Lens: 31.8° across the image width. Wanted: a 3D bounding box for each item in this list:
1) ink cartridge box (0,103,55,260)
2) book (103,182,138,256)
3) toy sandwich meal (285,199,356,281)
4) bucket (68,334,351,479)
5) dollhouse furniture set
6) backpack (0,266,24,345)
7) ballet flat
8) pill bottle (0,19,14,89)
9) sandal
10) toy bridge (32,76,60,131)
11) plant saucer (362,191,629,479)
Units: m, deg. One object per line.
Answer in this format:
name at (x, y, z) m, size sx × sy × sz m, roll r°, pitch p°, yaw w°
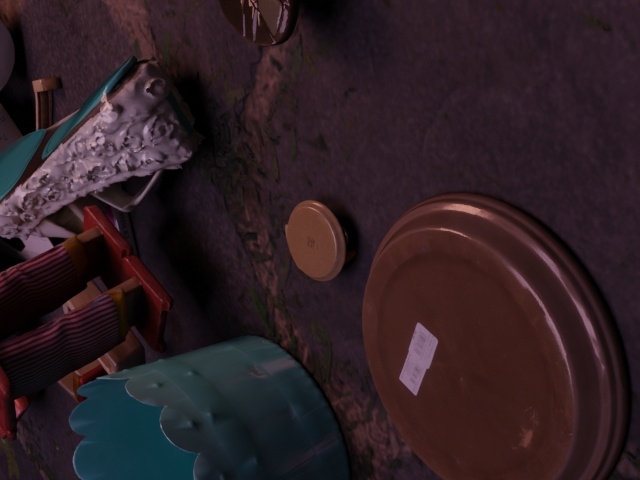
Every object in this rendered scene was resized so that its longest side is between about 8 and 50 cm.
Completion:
ink cartridge box at (-0.455, -0.080, 1.561) m, size 0.275 × 0.060 × 0.239 m, roll 9°, pitch 137°, yaw 49°
book at (-0.271, -0.045, 1.365) m, size 0.096 × 0.035 × 0.144 m, roll 2°, pitch 107°, yaw 48°
toy sandwich meal at (0.000, 0.000, 1.048) m, size 0.085 × 0.029 × 0.086 m, roll 18°, pitch 115°, yaw 43°
bucket at (-0.113, 0.240, 1.165) m, size 0.281 × 0.183 × 0.281 m, roll 25°, pitch 124°, yaw 44°
dollhouse furniture set at (-0.298, 0.145, 1.281) m, size 0.152 × 0.201 × 0.374 m, roll 49°, pitch 153°, yaw 19°
backpack at (-0.562, 0.136, 1.609) m, size 0.273 × 0.290 × 0.356 m, roll 35°, pitch 146°, yaw 20°
ballet flat at (-0.275, -0.067, 1.257) m, size 0.409 × 0.147 × 0.147 m, roll -23°, pitch 87°, yaw 46°
pill bottle at (-0.521, -0.257, 1.486) m, size 0.264 × 0.153 × 0.153 m, roll 17°, pitch 118°, yaw 46°
sandal at (-0.064, -0.246, 1.002) m, size 0.219 × 0.060 × 0.090 m, roll 49°, pitch 134°, yaw 48°
toy bridge at (-0.333, -0.110, 1.417) m, size 0.063 × 0.026 × 0.188 m, roll 4°, pitch 109°, yaw 53°
plant saucer at (0.126, 0.099, 0.922) m, size 0.278 × 0.041 × 0.278 m, roll 26°, pitch 126°, yaw 43°
